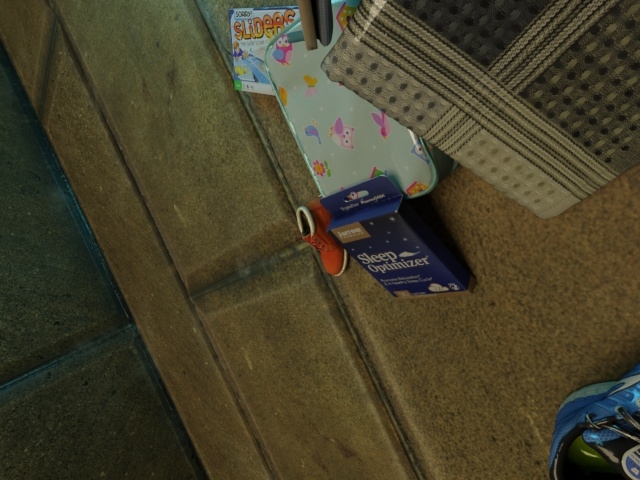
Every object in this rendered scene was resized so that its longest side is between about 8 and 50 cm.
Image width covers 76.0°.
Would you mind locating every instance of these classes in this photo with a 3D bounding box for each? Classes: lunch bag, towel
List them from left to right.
[{"bbox_3d":[0.050,-0.186,0.568,0.224,0.107,0.279,-10,107,47],"label":"lunch bag"},{"bbox_3d":[0.211,-0.181,0.353,0.324,0.056,0.312,30,136,-15],"label":"towel"}]

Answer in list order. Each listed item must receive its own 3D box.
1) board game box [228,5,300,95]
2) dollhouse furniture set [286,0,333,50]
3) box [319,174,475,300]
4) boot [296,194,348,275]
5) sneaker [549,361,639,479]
[{"bbox_3d":[-0.077,-0.321,0.700,0.201,0.035,0.136,22,124,37],"label":"board game box"},{"bbox_3d":[0.042,-0.326,0.385,0.197,0.286,0.304,-9,83,4],"label":"dollhouse furniture set"},{"bbox_3d":[0.105,0.010,0.593,0.225,0.037,0.136,44,145,-24],"label":"box"},{"bbox_3d":[0.000,0.000,0.742,0.059,0.084,0.158,2,112,43],"label":"boot"},{"bbox_3d":[0.361,0.187,0.418,0.129,0.147,0.330,41,133,24],"label":"sneaker"}]
